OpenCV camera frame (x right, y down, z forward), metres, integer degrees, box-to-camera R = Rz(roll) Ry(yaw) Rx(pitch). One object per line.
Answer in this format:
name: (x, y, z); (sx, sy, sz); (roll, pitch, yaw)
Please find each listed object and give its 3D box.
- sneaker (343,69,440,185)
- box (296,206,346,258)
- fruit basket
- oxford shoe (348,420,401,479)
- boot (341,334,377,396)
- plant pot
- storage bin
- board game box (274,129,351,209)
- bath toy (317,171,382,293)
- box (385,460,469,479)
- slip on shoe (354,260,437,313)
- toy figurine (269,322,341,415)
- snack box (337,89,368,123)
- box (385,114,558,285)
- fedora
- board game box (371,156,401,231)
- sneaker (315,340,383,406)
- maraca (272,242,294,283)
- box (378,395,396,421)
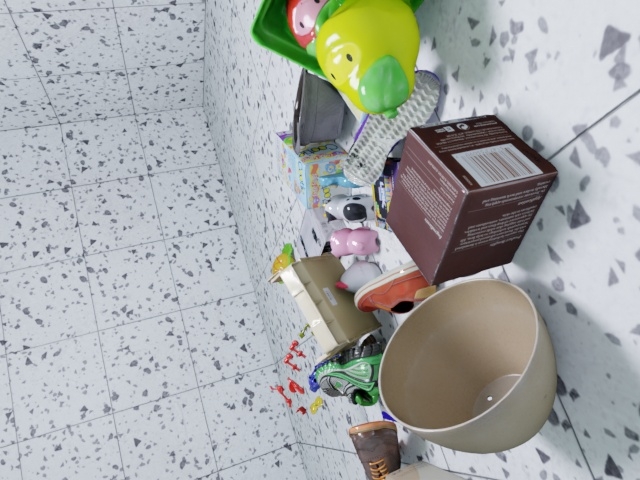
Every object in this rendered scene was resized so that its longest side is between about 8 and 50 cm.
sneaker: (0.143, -0.258, 1.018); (0.293, 0.102, 0.146); (-49, 16, 46)
box: (0.000, 0.000, 1.627); (0.290, 0.087, 0.169); (109, 143, -57)
fruit basket: (0.048, -0.396, 0.836); (0.392, 0.282, 0.392); (-56, 21, 35)
oxford shoe: (0.168, 0.598, 1.340); (0.364, 0.129, 0.133); (61, -164, -49)
boot: (0.120, 0.407, 1.510); (0.305, 0.115, 0.112); (100, 154, -45)
plant pot: (0.266, 0.230, 0.798); (0.191, 0.284, 0.284); (45, 173, -22)
storage bin: (0.014, 0.183, 1.354); (0.123, 0.260, 0.262); (-39, 73, 26)
board game box: (-0.027, -0.228, 1.468); (0.275, 0.142, 0.144); (-127, 28, -51)
bath toy: (0.079, -0.012, 1.329); (0.151, 0.129, 0.349); (-160, 58, -68)
box: (0.287, 0.650, 1.165); (0.311, 0.121, 0.148); (136, 119, -69)
slip on shoe: (0.175, 0.135, 1.176); (0.101, 0.123, 0.331); (69, 155, 12)
toy figurine: (0.005, 0.414, 1.714); (0.191, 0.363, 0.217); (28, -177, 18)
snack box: (0.071, -0.455, 1.161); (0.187, 0.060, 0.322); (100, 151, -50)
box: (0.230, -0.067, 0.786); (0.203, 0.168, 0.167); (98, 152, -45)
fedora: (-0.003, -0.347, 1.302); (0.275, 0.124, 0.244); (156, 119, -80)
board game box: (0.171, -0.105, 1.122); (0.141, 0.048, 0.170); (-151, 51, -67)
sneaker: (0.082, 0.394, 1.336); (0.343, 0.134, 0.146); (124, 136, -59)
maraca: (-0.160, 0.102, 2.156); (0.127, 0.099, 0.186); (-2, 75, 61)
box: (0.206, 0.419, 1.328); (0.126, 0.072, 0.137); (136, 118, -69)
